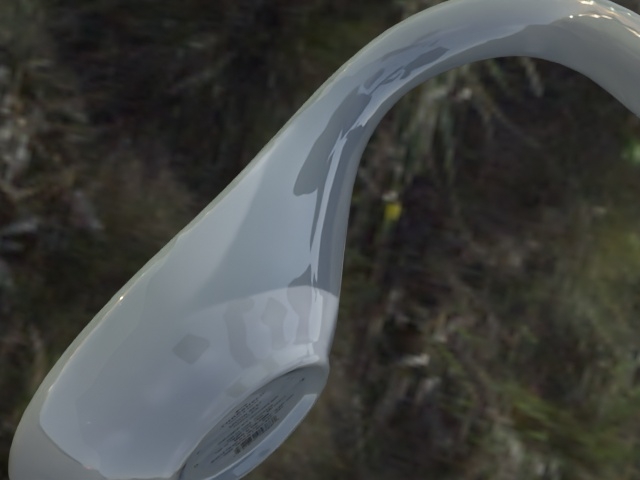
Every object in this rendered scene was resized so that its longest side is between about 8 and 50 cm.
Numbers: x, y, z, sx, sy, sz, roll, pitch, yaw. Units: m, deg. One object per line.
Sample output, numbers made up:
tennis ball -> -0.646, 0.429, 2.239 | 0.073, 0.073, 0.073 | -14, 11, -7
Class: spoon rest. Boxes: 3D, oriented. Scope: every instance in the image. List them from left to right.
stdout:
spoon rest -> 0.000, 0.000, 0.681 | 0.276, 0.084, 0.137 | -37, 159, -12
